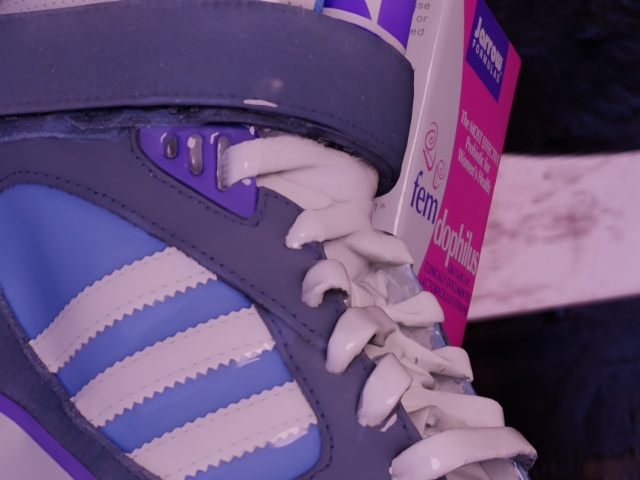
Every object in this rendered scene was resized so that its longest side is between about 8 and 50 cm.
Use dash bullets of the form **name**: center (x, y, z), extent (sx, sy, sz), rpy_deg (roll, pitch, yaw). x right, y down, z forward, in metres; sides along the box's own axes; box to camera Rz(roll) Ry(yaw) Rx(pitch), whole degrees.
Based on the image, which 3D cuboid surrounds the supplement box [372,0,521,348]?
- **supplement box**: center (0.000, 0.000, 0.534), extent (0.114, 0.111, 0.220), rpy_deg (7, 80, 24)

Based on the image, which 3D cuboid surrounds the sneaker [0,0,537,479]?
- **sneaker**: center (0.002, 0.001, 0.398), extent (0.323, 0.130, 0.236), rpy_deg (27, 91, 30)
